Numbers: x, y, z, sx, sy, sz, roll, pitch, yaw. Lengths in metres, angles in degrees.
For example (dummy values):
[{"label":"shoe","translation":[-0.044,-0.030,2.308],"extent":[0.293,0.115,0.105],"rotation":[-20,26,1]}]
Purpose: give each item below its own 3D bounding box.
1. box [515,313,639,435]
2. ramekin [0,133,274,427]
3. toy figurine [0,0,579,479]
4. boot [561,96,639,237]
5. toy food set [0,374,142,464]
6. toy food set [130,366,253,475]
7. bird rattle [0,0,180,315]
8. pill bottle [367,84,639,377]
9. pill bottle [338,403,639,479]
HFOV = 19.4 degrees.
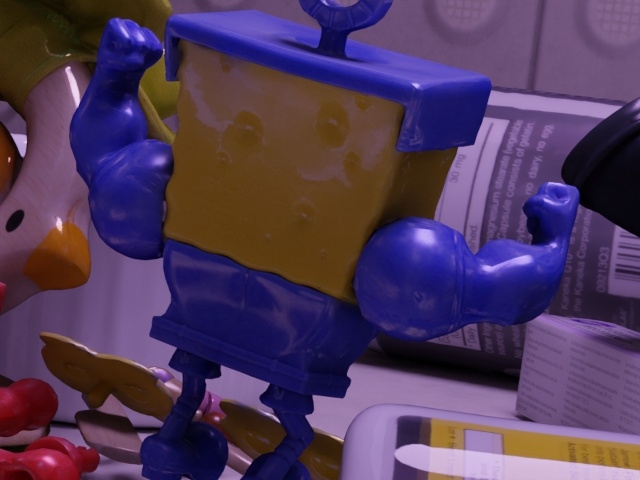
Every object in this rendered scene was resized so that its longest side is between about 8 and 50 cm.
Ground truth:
[{"label":"box","translation":[0.191,0.094,0.999],"extent":[0.063,0.067,0.324],"rotation":[7,3,-15]},{"label":"ramekin","translation":[-0.130,0.016,1.045],"extent":[0.277,0.135,0.277],"rotation":[6,4,0]},{"label":"toy figurine","translation":[0.000,0.000,0.647],"extent":[0.362,0.217,0.191],"rotation":[18,7,28]},{"label":"boot","translation":[0.262,0.027,0.999],"extent":[0.246,0.094,0.207],"rotation":[9,43,-42]},{"label":"toy food set","translation":[-0.174,0.074,0.774],"extent":[0.192,0.039,0.132],"rotation":[13,6,-13]},{"label":"toy food set","translation":[-0.043,0.083,0.823],"extent":[0.122,0.019,0.078],"rotation":[29,-3,24]},{"label":"bird rattle","translation":[-0.185,-0.056,0.841],"extent":[0.253,0.207,0.143],"rotation":[-7,-29,4]},{"label":"pill bottle","translation":[0.129,-0.007,1.321],"extent":[0.361,0.204,0.204],"rotation":[9,5,21]},{"label":"pill bottle","translation":[0.092,0.102,0.474],"extent":[0.184,0.103,0.103],"rotation":[7,4,1]}]
